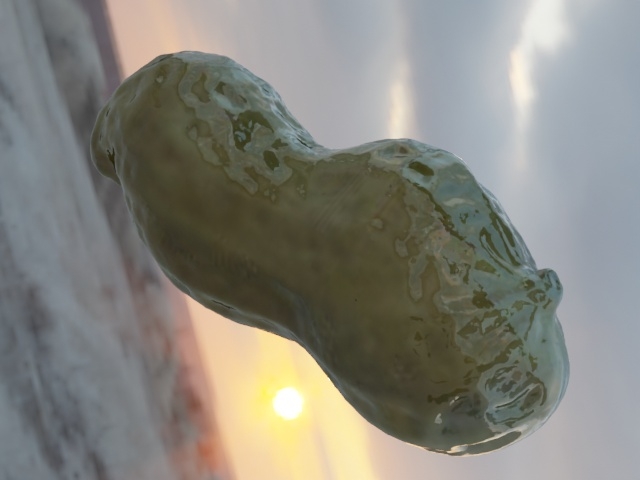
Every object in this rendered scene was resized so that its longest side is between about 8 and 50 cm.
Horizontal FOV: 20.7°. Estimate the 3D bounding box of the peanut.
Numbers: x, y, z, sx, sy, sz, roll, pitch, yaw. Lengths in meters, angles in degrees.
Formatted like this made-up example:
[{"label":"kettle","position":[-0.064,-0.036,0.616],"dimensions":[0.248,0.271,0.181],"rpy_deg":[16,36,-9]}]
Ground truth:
[{"label":"peanut","position":[0.000,0.000,0.775],"dimensions":[0.263,0.117,0.101],"rpy_deg":[29,-16,28]}]
